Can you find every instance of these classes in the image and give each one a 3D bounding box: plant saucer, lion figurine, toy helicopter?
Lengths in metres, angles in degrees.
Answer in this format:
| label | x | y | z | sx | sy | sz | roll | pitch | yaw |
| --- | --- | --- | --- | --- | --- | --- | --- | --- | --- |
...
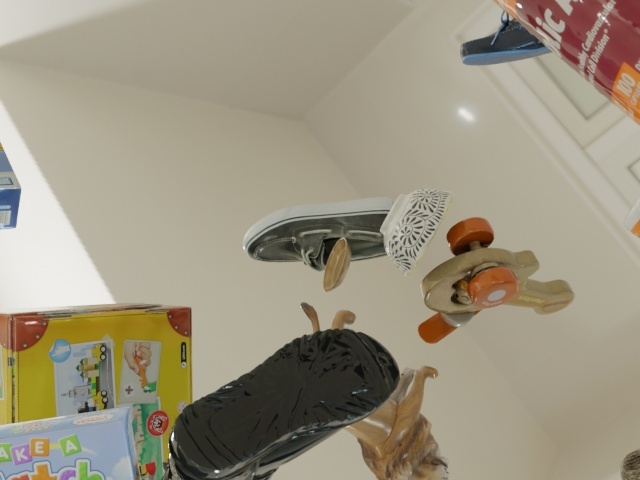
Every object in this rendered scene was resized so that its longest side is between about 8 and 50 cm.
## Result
| label | x | y | z | sx | sy | sz | roll | pitch | yaw |
| --- | --- | --- | --- | --- | --- | --- | --- | --- | --- |
| plant saucer | 0.026 | 0.037 | 1.178 | 0.015 | 0.083 | 0.083 | 19 | -145 | -14 |
| lion figurine | 0.079 | 0.296 | 1.432 | 0.392 | 0.142 | 0.240 | 33 | -111 | -19 |
| toy helicopter | 0.326 | 0.101 | 1.490 | 0.354 | 0.235 | 0.140 | 11 | -134 | -35 |

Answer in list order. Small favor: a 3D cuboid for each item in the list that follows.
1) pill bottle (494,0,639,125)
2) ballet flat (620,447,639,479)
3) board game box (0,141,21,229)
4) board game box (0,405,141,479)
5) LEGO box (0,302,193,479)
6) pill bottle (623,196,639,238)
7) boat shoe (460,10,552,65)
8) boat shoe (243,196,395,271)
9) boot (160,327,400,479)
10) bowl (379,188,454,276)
| label | x | y | z | sx | sy | sz | roll | pitch | yaw |
| --- | --- | --- | --- | --- | --- | --- | --- | --- | --- |
| pill bottle | 0.327 | -0.318 | 0.933 | 0.392 | 0.224 | 0.224 | 50 | -154 | 24 |
| ballet flat | 0.511 | 0.272 | 1.043 | 0.058 | 0.249 | 0.084 | 59 | -163 | -67 |
| board game box | -0.300 | -0.054 | 0.487 | 0.201 | 0.035 | 0.136 | -6 | -138 | -36 |
| board game box | -0.224 | 0.255 | 0.681 | 0.039 | 0.160 | 0.212 | -115 | 17 | -81 |
| LEGO box | -0.446 | 0.377 | 1.550 | 0.372 | 0.193 | 0.501 | 1 | -93 | -42 |
| pill bottle | 0.339 | -0.004 | 0.672 | 0.152 | 0.086 | 0.086 | 38 | -156 | 17 |
| boat shoe | 0.381 | -0.389 | 1.527 | 0.109 | 0.258 | 0.089 | 178 | 80 | -79 |
| boat shoe | 0.000 | 0.000 | 1.618 | 0.121 | 0.335 | 0.119 | 58 | -156 | -49 |
| boot | -0.057 | 0.197 | 0.790 | 0.246 | 0.207 | 0.094 | -21 | -117 | -35 |
| bowl | 0.154 | -0.029 | 1.394 | 0.080 | 0.170 | 0.170 | 30 | -152 | 1 |
